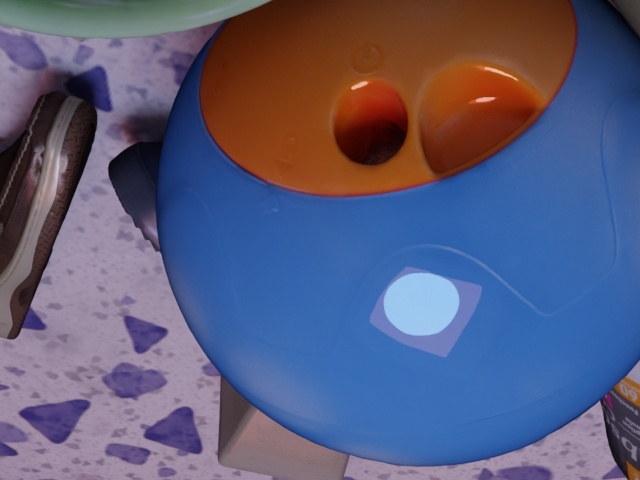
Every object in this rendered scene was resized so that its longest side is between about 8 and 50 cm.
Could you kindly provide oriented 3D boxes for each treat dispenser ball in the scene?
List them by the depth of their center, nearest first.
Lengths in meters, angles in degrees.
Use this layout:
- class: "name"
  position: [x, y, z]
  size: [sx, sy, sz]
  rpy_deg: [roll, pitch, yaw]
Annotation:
- class: "treat dispenser ball"
  position: [0.054, -0.022, 0.602]
  size: [0.288, 0.288, 0.288]
  rpy_deg: [1, 139, 1]

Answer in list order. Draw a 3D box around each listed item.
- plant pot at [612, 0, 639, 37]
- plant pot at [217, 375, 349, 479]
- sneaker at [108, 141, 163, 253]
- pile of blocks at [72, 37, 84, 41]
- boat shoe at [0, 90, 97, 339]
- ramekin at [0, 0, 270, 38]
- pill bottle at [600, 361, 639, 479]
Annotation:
- class: "plant pot"
  position: [0.224, -0.148, 0.464]
  size: [0.256, 0.274, 0.256]
  rpy_deg: [2, 138, 1]
- class: "plant pot"
  position: [-0.020, 0.129, 0.924]
  size: [0.109, 0.109, 0.096]
  rpy_deg: [14, 125, -14]
- class: "sneaker"
  position: [0.000, 0.000, 0.789]
  size: [0.131, 0.112, 0.319]
  rpy_deg: [-43, 126, 19]
- class: "pile of blocks"
  position: [-0.264, -0.148, 0.607]
  size: [0.362, 0.112, 0.149]
  rpy_deg: [-14, 136, 17]
- class: "boat shoe"
  position: [-0.234, -0.015, 0.774]
  size: [0.095, 0.095, 0.257]
  rpy_deg: [22, 136, -12]
- class: "ramekin"
  position: [-0.068, -0.237, 0.386]
  size: [0.303, 0.148, 0.303]
  rpy_deg: [-27, 148, -18]
- class: "pill bottle"
  position: [0.300, 0.118, 0.847]
  size: [0.162, 0.162, 0.278]
  rpy_deg: [-10, 137, 13]
